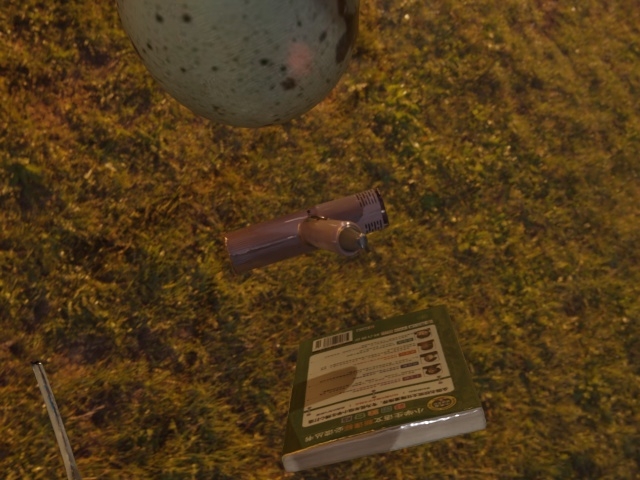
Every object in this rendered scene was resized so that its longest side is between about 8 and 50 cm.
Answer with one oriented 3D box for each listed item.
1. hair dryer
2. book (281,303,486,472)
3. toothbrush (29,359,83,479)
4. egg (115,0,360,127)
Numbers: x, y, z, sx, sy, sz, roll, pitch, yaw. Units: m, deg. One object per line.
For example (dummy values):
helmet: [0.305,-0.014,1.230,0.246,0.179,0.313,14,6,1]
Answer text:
hair dryer: [-0.011,0.004,0.750,0.195,0.220,0.054,-17,101,-1]
book: [0.064,0.154,0.789,0.264,0.202,0.027,-84,158,-74]
toothbrush: [-0.311,0.284,0.876,0.028,0.026,0.294,-13,70,-51]
egg: [-0.100,-0.297,0.835,0.379,0.287,0.288,55,36,-57]
